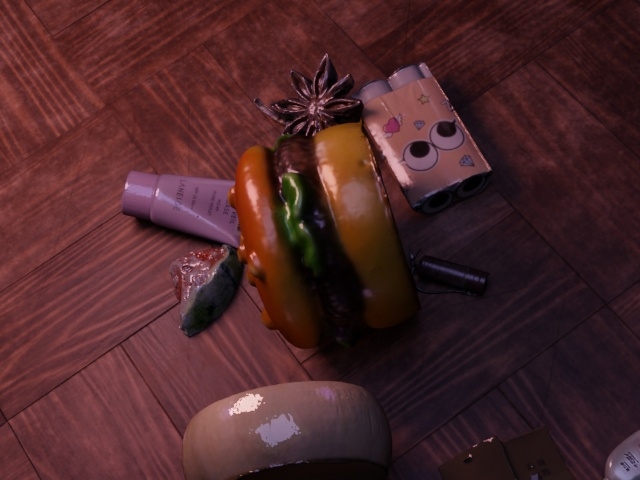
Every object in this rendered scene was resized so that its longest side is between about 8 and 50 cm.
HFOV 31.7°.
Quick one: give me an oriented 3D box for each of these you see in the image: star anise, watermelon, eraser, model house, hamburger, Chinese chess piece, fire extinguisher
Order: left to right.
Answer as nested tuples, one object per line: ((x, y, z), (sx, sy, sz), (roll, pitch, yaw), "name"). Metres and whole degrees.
((-0.238, 0.078, 2.133), (0.139, 0.071, 0.187), (24, 69, 25), "watermelon")
((-0.052, 0.340, 1.804), (0.338, 0.338, 0.140), (-13, 64, 3), "Chinese chess piece")
((-0.015, -0.258, 2.243), (0.262, 0.081, 0.230), (6, 91, 36), "star anise")
((0.000, 0.000, 1.969), (0.278, 0.395, 0.395), (-16, 61, 4), "hamburger")
((0.192, -0.198, 2.187), (0.171, 0.087, 0.290), (-24, 61, -5), "eraser")
((0.227, 0.066, 2.069), (0.157, 0.045, 0.078), (16, 88, 17), "fire extinguisher")
((0.269, 0.439, 1.763), (0.243, 0.204, 0.211), (-18, 61, -10), "model house")

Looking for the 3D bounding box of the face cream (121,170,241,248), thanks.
((-0.247, -0.068, 2.207), (0.274, 0.096, 0.154), (10, 61, 1), "face cream")

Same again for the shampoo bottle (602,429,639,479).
((0.500, 0.377, 1.851), (0.152, 0.045, 0.077), (-34, 62, -8), "shampoo bottle")
